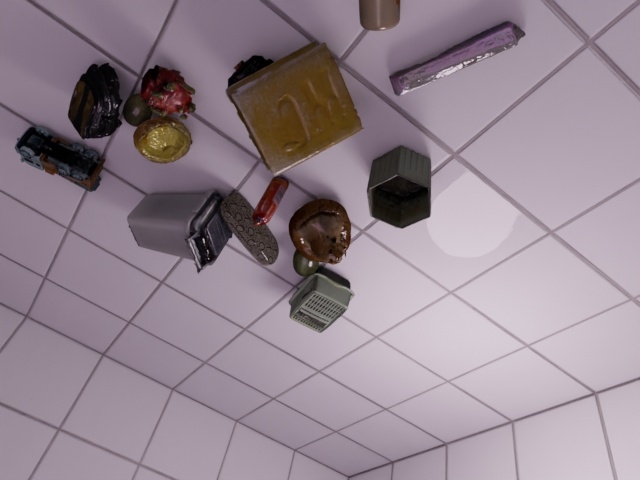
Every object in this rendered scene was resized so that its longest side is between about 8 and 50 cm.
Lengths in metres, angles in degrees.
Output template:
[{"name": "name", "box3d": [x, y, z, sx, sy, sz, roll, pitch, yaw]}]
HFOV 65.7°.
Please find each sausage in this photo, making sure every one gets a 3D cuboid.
[{"name": "sausage", "box3d": [-0.188, -0.138, 1.819, 0.074, 0.274, 0.074, 9, 131, 10]}]

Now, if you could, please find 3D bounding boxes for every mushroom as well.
[{"name": "mushroom", "box3d": [-0.003, -0.030, 1.922, 0.267, 0.254, 0.267, 1, 96, 10]}]

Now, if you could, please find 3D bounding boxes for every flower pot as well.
[{"name": "flower pot", "box3d": [0.277, -0.183, 1.716, 0.239, 0.190, 0.209, 21, 134, -7]}]

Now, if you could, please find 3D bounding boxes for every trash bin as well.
[{"name": "trash bin", "box3d": [-0.577, -0.049, 2.012, 0.367, 0.296, 0.256, 7, 135, 16]}]

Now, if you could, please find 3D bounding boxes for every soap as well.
[{"name": "soap", "box3d": [-0.076, -0.402, 1.517, 0.335, 0.156, 0.293, -28, 120, -6]}]

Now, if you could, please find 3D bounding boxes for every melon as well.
[{"name": "melon", "box3d": [-0.646, -0.462, 1.756, 0.098, 0.098, 0.130, 34, 133, -17]}, {"name": "melon", "box3d": [-0.061, 0.087, 2.111, 0.114, 0.114, 0.167, 10, 127, 5]}]

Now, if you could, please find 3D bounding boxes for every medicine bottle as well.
[{"name": "medicine bottle", "box3d": [0.155, -0.697, 1.310, 0.114, 0.114, 0.252, 3, 133, 12]}]

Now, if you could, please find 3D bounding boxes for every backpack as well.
[{"name": "backpack", "box3d": [-0.772, -0.490, 1.724, 0.206, 0.133, 0.258, 46, 127, 19]}]

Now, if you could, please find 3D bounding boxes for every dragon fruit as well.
[{"name": "dragon fruit", "box3d": [-0.501, -0.490, 1.652, 0.172, 0.166, 0.160, 11, 100, -38]}]

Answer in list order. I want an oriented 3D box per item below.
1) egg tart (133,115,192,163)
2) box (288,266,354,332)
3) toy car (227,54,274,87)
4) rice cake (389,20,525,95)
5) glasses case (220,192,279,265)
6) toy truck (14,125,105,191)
[{"name": "egg tart", "box3d": [-0.571, -0.374, 1.798, 0.212, 0.090, 0.213, -12, 147, -8]}, {"name": "box", "box3d": [0.000, 0.269, 2.231, 0.220, 0.166, 0.290, 29, 133, -13]}, {"name": "toy car", "box3d": [-0.161, -0.456, 1.612, 0.193, 0.118, 0.301, -41, 114, 6]}, {"name": "rice cake", "box3d": [0.386, -0.527, 1.446, 0.399, 0.064, 0.070, -18, 120, 28]}, {"name": "glasses case", "box3d": [-0.284, -0.041, 2.032, 0.085, 0.137, 0.355, -16, 128, 28]}, {"name": "toy truck", "box3d": [-1.051, -0.320, 1.978, 0.338, 0.133, 0.184, 25, 150, -12]}]
